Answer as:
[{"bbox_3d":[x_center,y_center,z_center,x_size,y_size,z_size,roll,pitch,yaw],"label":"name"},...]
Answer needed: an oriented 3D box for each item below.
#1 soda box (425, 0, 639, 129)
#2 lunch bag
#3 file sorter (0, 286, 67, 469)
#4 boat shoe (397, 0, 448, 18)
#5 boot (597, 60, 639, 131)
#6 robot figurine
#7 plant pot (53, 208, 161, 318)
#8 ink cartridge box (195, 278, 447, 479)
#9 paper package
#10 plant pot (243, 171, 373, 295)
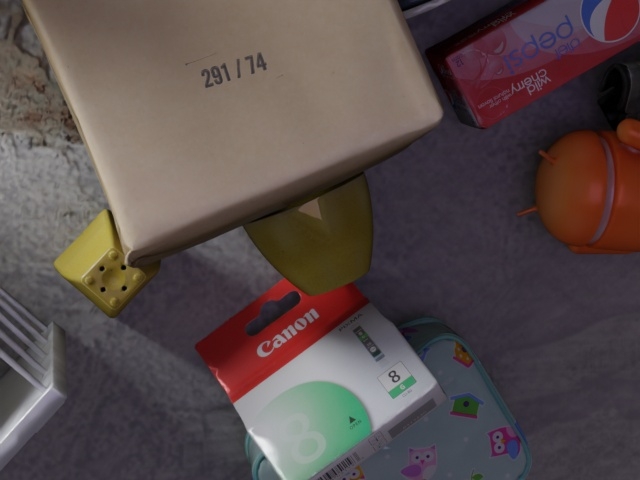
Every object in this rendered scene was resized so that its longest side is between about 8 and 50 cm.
[{"bbox_3d":[0.247,-0.218,1.734,0.263,0.083,0.092,-31,106,-5],"label":"soda box"},{"bbox_3d":[0.069,0.233,1.778,0.279,0.108,0.224,-34,110,-2],"label":"lunch bag"},{"bbox_3d":[-0.365,0.131,1.582,0.173,0.277,0.193,43,91,-12],"label":"file sorter"},{"bbox_3d":[0.155,-0.304,1.691,0.254,0.095,0.079,-32,108,-5],"label":"boat shoe"},{"bbox_3d":[0.370,-0.189,1.700,0.161,0.246,0.083,-22,66,-11],"label":"boot"},{"bbox_3d":[0.321,-0.053,1.761,0.219,0.158,0.128,4,84,-12],"label":"robot figurine"},{"bbox_3d":[-0.210,0.029,1.689,0.081,0.083,0.081,43,90,-16],"label":"plant pot"},{"bbox_3d":[-0.009,0.125,1.694,0.181,0.056,0.224,-36,62,-3],"label":"ink cartridge box"},{"bbox_3d":[-0.090,-0.175,1.596,0.325,0.168,0.309,-23,89,-5],"label":"paper package"},{"bbox_3d":[0.000,0.000,1.693,0.134,0.134,0.095,-23,96,-6],"label":"plant pot"}]
